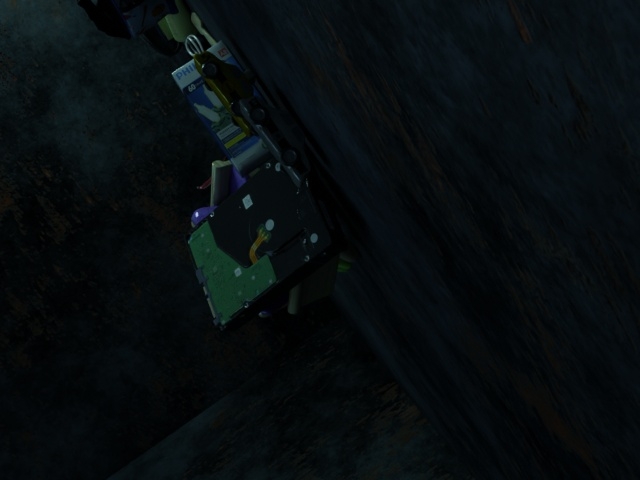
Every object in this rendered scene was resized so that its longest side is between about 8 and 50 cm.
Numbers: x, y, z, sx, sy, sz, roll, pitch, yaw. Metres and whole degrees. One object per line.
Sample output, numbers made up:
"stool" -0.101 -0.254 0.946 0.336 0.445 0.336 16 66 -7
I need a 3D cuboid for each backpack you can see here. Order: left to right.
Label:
"backpack" -0.353 -0.501 1.566 0.277 0.213 0.263 60 170 23

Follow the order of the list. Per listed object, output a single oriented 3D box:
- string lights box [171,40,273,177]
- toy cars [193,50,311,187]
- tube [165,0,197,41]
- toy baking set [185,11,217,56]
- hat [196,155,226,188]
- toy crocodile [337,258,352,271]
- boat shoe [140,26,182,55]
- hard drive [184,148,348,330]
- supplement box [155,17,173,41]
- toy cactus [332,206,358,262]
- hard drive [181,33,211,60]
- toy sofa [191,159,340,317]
"string lights box" -0.189 -0.280 1.906 0.260 0.133 0.077 55 176 6
"toy cars" -0.117 -0.251 1.702 0.394 0.087 0.176 47 171 43
"tube" -0.356 -0.577 2.072 0.070 0.062 0.240 3 140 25
"toy baking set" -0.255 -0.388 2.056 0.196 0.030 0.256 32 138 46
"hat" -0.207 -0.181 2.194 0.173 0.184 0.208 31 177 6
"toy crocodile" 0.000 0.000 2.209 0.115 0.105 0.340 16 -169 -18
"boat shoe" -0.464 -0.628 2.368 0.113 0.127 0.340 -110 0 -56
"hard drive" -0.117 0.001 1.782 0.064 0.339 0.237 12 -133 -51
"supplement box" -0.378 -0.557 2.215 0.056 0.083 0.083 50 173 51
"toy cactus" 0.020 -0.016 2.008 0.180 0.112 0.219 36 -175 -33
"hard drive" -0.258 -0.409 2.215 0.255 0.054 0.172 51 173 37
"toy sofa" -0.128 -0.016 1.919 0.362 0.177 0.150 50 147 33
